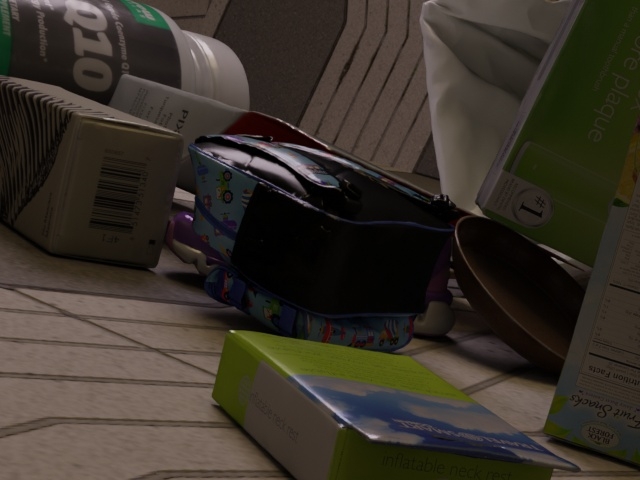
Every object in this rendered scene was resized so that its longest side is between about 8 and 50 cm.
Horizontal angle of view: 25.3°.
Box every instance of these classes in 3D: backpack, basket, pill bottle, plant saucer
[{"bbox_3d":[-0.017,-0.006,0.994,0.173,0.116,0.158,26,13,34],"label":"backpack"},{"bbox_3d":[0.316,-0.115,1.452,0.328,0.331,0.266,-17,-19,36],"label":"basket"},{"bbox_3d":[-0.259,-0.158,1.461,0.204,0.204,0.361,20,9,42],"label":"pill bottle"},{"bbox_3d":[0.162,0.049,1.108,0.168,0.029,0.168,33,25,-18],"label":"plant saucer"}]

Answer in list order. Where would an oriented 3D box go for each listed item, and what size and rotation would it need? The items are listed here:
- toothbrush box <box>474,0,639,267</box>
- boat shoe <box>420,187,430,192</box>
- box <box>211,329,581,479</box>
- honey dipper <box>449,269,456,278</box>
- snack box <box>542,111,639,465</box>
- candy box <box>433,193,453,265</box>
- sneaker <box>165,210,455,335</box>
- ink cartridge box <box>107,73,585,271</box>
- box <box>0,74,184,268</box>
[{"bbox_3d":[0.296,-0.056,1.151,0.283,0.206,0.122,26,6,-1],"label":"toothbrush box"},{"bbox_3d":[0.084,-0.028,1.634,0.065,0.083,0.183,12,7,-21],"label":"boat shoe"},{"bbox_3d":[0.028,0.088,0.669,0.109,0.042,0.178,11,7,-24],"label":"box"},{"bbox_3d":[0.147,0.035,1.483,0.161,0.030,0.030,4,12,-44],"label":"honey dipper"},{"bbox_3d":[0.211,0.023,0.900,0.070,0.207,0.174,16,6,17],"label":"snack box"},{"bbox_3d":[0.201,-0.001,1.716,0.159,0.071,0.233,11,7,-30],"label":"candy box"},{"bbox_3d":[0.000,0.000,1.114,0.236,0.104,0.095,12,8,-8],"label":"sneaker"},{"bbox_3d":[0.005,-0.034,1.304,0.308,0.091,0.385,23,1,-35],"label":"ink cartridge box"},{"bbox_3d":[-0.217,-0.064,1.169,0.094,0.113,0.275,9,7,-33],"label":"box"}]
